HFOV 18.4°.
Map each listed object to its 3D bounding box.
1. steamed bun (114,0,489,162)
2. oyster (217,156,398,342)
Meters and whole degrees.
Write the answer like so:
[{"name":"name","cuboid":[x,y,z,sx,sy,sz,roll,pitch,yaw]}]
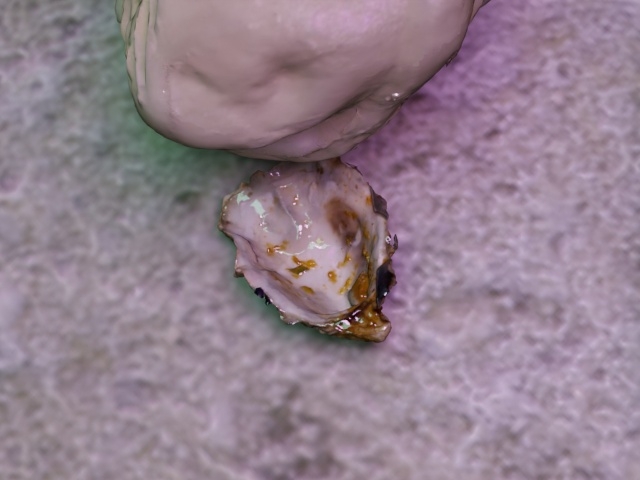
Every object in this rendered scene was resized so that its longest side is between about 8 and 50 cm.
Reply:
[{"name":"steamed bun","cuboid":[0.006,-0.211,1.134,0.247,0.352,0.339,3,85,-10]},{"name":"oyster","cuboid":[0.000,0.010,1.195,0.103,0.051,0.148,-30,50,9]}]
